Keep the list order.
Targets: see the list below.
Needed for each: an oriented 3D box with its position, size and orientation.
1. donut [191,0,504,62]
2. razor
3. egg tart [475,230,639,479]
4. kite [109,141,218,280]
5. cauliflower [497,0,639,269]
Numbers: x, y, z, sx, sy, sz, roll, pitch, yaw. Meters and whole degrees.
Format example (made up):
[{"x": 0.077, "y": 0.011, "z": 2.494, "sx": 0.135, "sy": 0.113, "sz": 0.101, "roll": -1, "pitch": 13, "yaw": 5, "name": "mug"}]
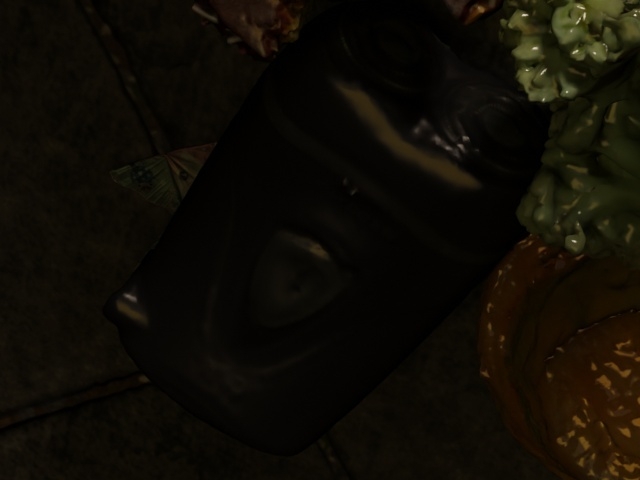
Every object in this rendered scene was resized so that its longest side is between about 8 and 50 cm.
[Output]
[{"x": 0.012, "y": -0.216, "z": 0.996, "sx": 0.230, "sy": 0.096, "sz": 0.216, "roll": -18, "pitch": 106, "yaw": 29, "name": "donut"}, {"x": 0.001, "y": -0.001, "z": 1.178, "sx": 0.204, "sy": 0.113, "sz": 0.349, "roll": 38, "pitch": 128, "yaw": -3, "name": "razor"}, {"x": 0.239, "y": 0.092, "z": 1.137, "sx": 0.288, "sy": 0.118, "sz": 0.288, "roll": 7, "pitch": 117, "yaw": 14, "name": "egg tart"}, {"x": -0.104, "y": -0.014, "z": 1.282, "sx": 0.137, "sy": 0.005, "sz": 0.152, "roll": 31, "pitch": 124, "yaw": 6, "name": "kite"}, {"x": 0.255, "y": -0.092, "z": 0.948, "sx": 0.327, "sy": 0.260, "sz": 0.281, "roll": -47, "pitch": 60, "yaw": 22, "name": "cauliflower"}]
